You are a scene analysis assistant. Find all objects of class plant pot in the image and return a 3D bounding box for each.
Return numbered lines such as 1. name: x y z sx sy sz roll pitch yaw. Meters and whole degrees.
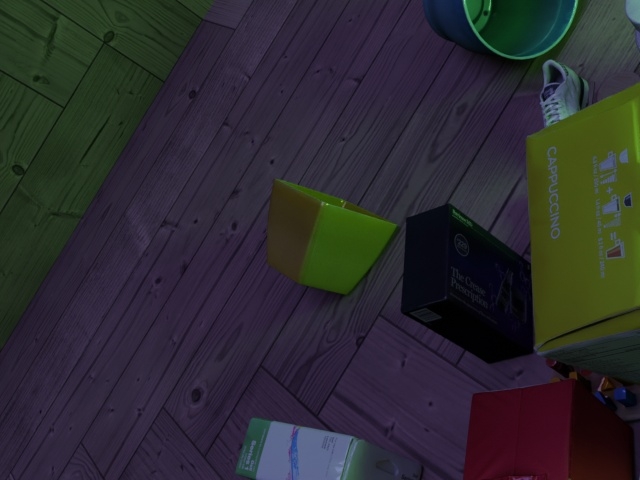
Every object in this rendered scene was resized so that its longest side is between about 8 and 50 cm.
1. plant pot: 0.351 -0.515 1.881 0.272 0.271 0.255 -60 24 -2
2. plant pot: 0.000 0.000 1.965 0.212 0.212 0.187 30 101 52

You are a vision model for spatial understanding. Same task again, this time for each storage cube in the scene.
1. storage cube: 0.342 0.343 1.346 0.183 0.215 0.193 -19 46 40

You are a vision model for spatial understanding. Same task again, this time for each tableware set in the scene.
1. tableware set: 0.546 -0.218 1.629 0.128 0.039 0.194 -10 58 43

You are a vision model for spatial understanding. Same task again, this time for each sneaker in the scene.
1. sneaker: 0.452 -0.230 1.696 0.090 0.095 0.235 -20 53 37

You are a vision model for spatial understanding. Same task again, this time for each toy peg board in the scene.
1. toy peg board: 0.430 0.209 1.438 0.161 0.079 0.161 -21 51 39

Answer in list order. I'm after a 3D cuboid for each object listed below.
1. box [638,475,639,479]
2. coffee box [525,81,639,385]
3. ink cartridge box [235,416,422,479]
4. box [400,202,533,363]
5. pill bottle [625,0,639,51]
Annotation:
1. box: 0.518 0.311 1.314 0.081 0.028 0.136 -1 67 48
2. coffee box: 0.514 -0.006 1.215 0.338 0.334 0.338 -24 56 48
3. ink cartridge box: 0.014 0.422 1.653 0.278 0.201 0.117 -1 65 47
4. box: 0.260 0.079 1.564 0.103 0.261 0.184 -22 51 37
5. pill bottle: 0.604 -0.319 1.442 0.152 0.272 0.152 -27 48 35
